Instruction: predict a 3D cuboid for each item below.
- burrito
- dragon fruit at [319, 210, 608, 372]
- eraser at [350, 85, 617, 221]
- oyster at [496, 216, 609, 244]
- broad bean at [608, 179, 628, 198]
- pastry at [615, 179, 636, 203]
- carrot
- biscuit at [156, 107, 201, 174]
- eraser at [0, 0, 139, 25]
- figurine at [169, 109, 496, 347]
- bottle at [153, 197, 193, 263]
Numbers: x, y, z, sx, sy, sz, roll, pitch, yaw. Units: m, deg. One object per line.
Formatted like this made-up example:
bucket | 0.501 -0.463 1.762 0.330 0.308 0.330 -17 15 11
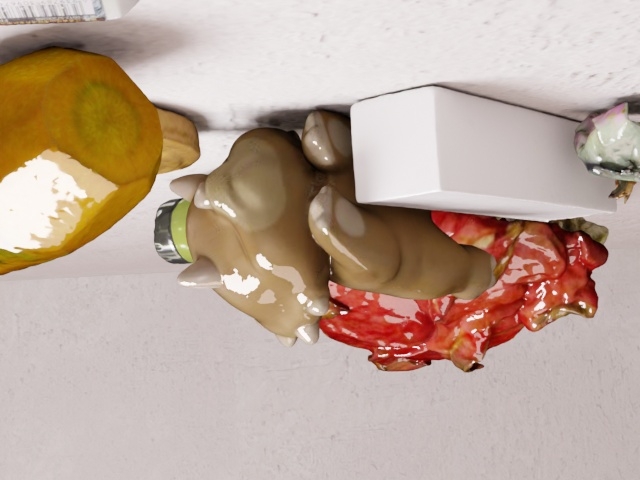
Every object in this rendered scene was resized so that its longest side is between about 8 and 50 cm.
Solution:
burrito | 0.358 -0.082 0.852 0.309 0.066 0.096 -2 180 -14
dragon fruit | 0.118 0.063 1.131 0.329 0.228 0.286 15 -176 39
eraser | 0.146 -0.063 0.843 0.076 0.078 0.298 -7 174 39
oyster | 0.265 -0.023 1.435 0.201 0.107 0.354 26 170 -37
broad bean | 0.380 -0.077 0.996 0.325 0.067 0.075 3 142 -42
pastry | 0.243 -0.061 1.043 0.087 0.063 0.169 -4 178 -41
carrot | -0.216 -0.028 0.638 0.114 0.114 0.301 1 166 -45
biscuit | -0.210 -0.065 0.820 0.202 0.044 0.288 -1 173 -28
eraser | -0.128 -0.108 0.450 0.099 0.019 0.027 -3 162 -3
figurine | -0.004 -0.004 0.847 0.173 0.177 0.247 -28 166 35
bottle | -0.053 -0.019 1.032 0.260 0.112 0.112 -6 175 31
